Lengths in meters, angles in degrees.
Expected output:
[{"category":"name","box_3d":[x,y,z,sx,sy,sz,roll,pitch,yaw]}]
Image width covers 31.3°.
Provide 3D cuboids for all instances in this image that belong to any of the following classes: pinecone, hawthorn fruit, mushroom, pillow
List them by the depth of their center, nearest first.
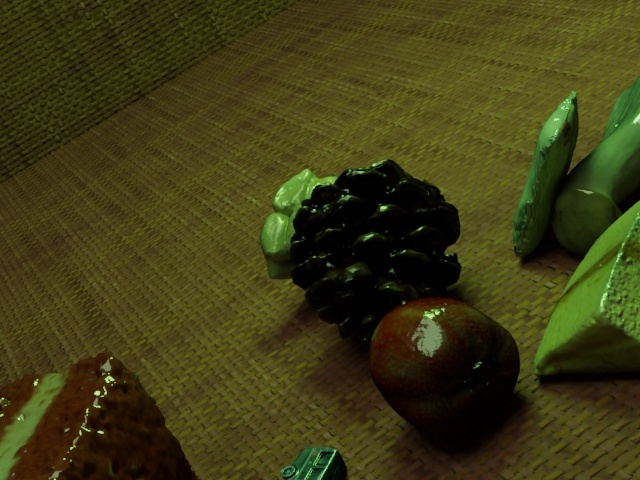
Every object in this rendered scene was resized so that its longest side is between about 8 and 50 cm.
[{"category":"hawthorn fruit","box_3d":[0.137,0.144,1.354,0.169,0.169,0.188,-38,23,-21]},{"category":"pinecone","box_3d":[0.085,0.026,1.562,0.243,0.243,0.257,-29,55,-2]},{"category":"pillow","box_3d":[0.310,-0.087,1.565,0.051,0.229,0.128,20,45,14]},{"category":"mushroom","box_3d":[0.418,-0.121,1.579,0.122,0.159,0.329,16,50,31]}]

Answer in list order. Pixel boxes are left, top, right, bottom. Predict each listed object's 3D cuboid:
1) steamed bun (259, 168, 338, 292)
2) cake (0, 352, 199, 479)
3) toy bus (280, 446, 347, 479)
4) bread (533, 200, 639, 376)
[{"category":"steamed bun","box_3d":[0.000,0.000,1.744,0.106,0.177,0.192,4,44,44]},{"category":"cake","box_3d":[-0.327,0.326,1.333,0.319,0.269,0.270,-15,28,23]},{"category":"toy bus","box_3d":[-0.026,0.310,1.325,0.065,0.047,0.166,-6,31,32]},{"category":"bread","box_3d":[0.368,0.084,1.381,0.240,0.135,0.178,-54,1,-42]}]
